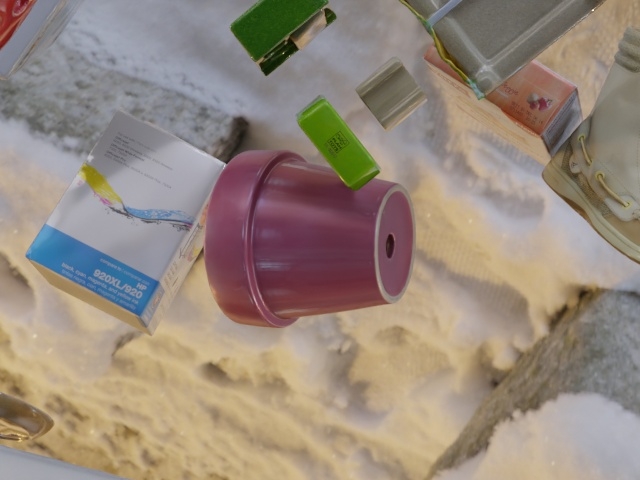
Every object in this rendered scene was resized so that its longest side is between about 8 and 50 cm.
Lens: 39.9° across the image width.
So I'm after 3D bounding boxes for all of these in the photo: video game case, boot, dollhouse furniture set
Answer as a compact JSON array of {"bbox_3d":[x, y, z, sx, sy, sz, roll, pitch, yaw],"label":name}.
[{"bbox_3d":[-0.260,-0.348,1.035,0.036,0.300,0.329,37,102,-18],"label":"video game case"},{"bbox_3d":[0.350,-0.089,0.878,0.095,0.262,0.203,12,116,-28],"label":"boot"},{"bbox_3d":[0.092,-0.213,0.852,0.302,0.151,0.197,-38,93,6],"label":"dollhouse furniture set"}]

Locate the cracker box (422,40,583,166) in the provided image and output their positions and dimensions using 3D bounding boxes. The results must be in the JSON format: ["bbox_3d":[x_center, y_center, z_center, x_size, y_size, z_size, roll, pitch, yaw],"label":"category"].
[{"bbox_3d":[0.218,-0.162,1.014,0.156,0.232,0.067,38,96,19],"label":"cracker box"}]

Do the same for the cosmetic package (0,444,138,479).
[{"bbox_3d":[-0.252,0.286,0.417,0.330,0.327,0.394,-14,153,20],"label":"cosmetic package"}]

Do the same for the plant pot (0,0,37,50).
[{"bbox_3d":[-0.270,-0.172,0.536,0.191,0.191,0.174,32,109,1],"label":"plant pot"}]

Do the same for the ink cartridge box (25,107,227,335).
[{"bbox_3d":[-0.248,-0.020,1.189,0.168,0.232,0.171,27,164,2],"label":"ink cartridge box"}]

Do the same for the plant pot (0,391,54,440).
[{"bbox_3d":[-0.535,0.267,1.371,0.237,0.032,0.236,10,153,5],"label":"plant pot"}]

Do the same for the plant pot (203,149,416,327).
[{"bbox_3d":[0.000,0.000,0.966,0.180,0.201,0.201,3,122,24],"label":"plant pot"}]
